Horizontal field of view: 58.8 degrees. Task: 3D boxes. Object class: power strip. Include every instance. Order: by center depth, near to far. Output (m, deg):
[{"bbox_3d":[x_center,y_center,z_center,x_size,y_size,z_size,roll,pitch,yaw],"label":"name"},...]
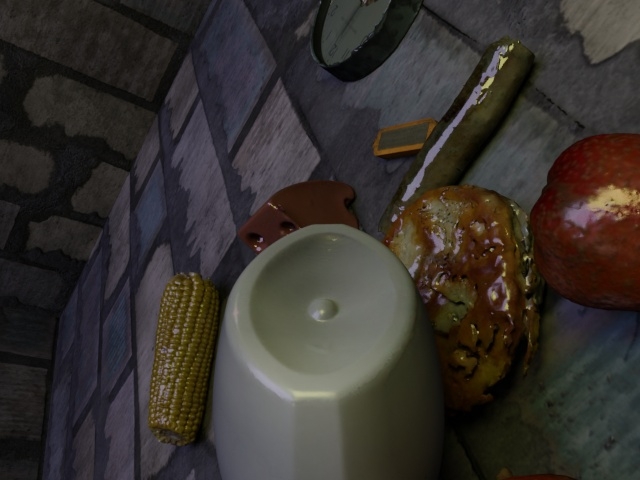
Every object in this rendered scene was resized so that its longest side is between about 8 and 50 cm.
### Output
[{"bbox_3d":[0.146,-0.159,0.890,0.178,0.028,0.049,3,76,58],"label":"power strip"}]

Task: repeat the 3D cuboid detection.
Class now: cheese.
[{"bbox_3d":[-0.004,-0.024,0.988,0.128,0.203,0.177,-43,10,44],"label":"cheese"}]

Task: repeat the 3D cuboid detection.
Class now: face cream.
[{"bbox_3d":[0.013,0.185,0.588,0.313,0.219,0.357,-86,-7,-52],"label":"face cream"}]

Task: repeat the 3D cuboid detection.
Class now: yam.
[{"bbox_3d":[0.180,-0.126,0.784,0.318,0.071,0.067,-60,-4,20],"label":"yam"}]

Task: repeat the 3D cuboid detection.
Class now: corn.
[{"bbox_3d":[-0.309,0.255,1.283,0.144,0.143,0.388,-28,51,49],"label":"corn"}]

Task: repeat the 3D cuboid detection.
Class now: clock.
[{"bbox_3d":[0.088,-0.470,1.118,0.312,0.061,0.313,-33,48,45],"label":"clock"}]

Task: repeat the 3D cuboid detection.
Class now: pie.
[{"bbox_3d":[0.153,0.065,0.704,0.308,0.085,0.309,-30,51,46],"label":"pie"}]

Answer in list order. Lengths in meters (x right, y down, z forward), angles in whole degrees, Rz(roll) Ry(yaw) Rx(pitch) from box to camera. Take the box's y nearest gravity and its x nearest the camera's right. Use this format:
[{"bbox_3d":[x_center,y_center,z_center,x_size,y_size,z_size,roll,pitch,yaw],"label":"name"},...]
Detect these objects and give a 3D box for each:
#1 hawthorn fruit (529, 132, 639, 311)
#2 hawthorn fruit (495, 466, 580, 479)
[{"bbox_3d":[0.290,-0.007,0.488,0.203,0.162,0.163,25,96,44],"label":"hawthorn fruit"},{"bbox_3d":[0.164,0.300,0.397,0.275,0.275,0.300,-51,24,30],"label":"hawthorn fruit"}]
